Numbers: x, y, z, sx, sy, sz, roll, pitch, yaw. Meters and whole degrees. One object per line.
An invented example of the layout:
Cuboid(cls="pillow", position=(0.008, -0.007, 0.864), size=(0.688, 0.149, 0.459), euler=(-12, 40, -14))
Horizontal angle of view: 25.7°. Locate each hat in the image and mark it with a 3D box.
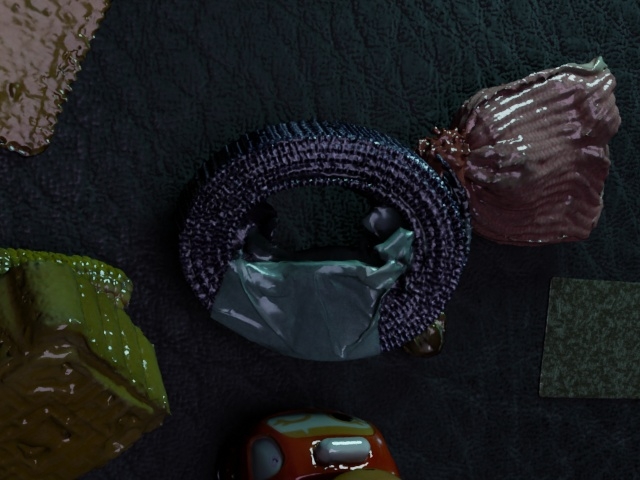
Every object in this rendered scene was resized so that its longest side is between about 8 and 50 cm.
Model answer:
Cuboid(cls="hat", position=(0.224, -0.098, 1.686), size=(0.286, 0.107, 0.236), euler=(-8, 108, -25))

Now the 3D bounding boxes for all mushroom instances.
Cuboid(cls="mushroom", position=(0.113, 0.051, 1.682), size=(0.060, 0.061, 0.187), euler=(-13, 97, -18))

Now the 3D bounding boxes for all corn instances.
Cuboid(cls="corn", position=(-0.335, 0.047, 1.446), size=(0.292, 0.101, 0.101), euler=(4, 94, -25))

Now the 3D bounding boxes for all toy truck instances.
Cuboid(cls="toy truck", position=(0.015, 0.282, 1.534), size=(0.189, 0.239, 0.264), euler=(1, 54, -25))

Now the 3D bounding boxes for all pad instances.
Cuboid(cls="pad", position=(0.393, 0.131, 1.848), size=(0.235, 0.003, 0.158), euler=(3, 95, -25))

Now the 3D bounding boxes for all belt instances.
Cuboid(cls="belt", position=(0.000, 0.000, 1.551), size=(0.325, 0.122, 0.260), euler=(4, 105, -10))

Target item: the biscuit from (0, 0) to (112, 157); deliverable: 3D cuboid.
Cuboid(cls="biscuit", position=(-0.351, -0.231, 1.456), size=(0.237, 0.013, 0.232), euler=(25, 85, -25))

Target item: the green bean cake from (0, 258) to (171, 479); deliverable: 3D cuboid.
Cuboid(cls="green bean cake", position=(-0.290, 0.150, 1.403), size=(0.224, 0.131, 0.229), euler=(-32, 137, 8))
